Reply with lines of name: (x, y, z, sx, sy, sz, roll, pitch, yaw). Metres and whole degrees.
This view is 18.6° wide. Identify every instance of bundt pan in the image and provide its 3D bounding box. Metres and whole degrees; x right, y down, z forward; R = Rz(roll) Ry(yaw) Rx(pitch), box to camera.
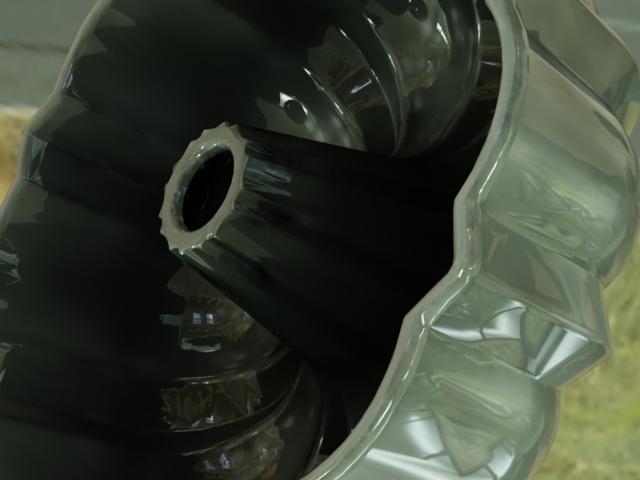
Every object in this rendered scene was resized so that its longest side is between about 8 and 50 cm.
bundt pan: (0.000, 0.000, 0.779, 0.124, 0.330, 0.331, 25, 138, -34)
